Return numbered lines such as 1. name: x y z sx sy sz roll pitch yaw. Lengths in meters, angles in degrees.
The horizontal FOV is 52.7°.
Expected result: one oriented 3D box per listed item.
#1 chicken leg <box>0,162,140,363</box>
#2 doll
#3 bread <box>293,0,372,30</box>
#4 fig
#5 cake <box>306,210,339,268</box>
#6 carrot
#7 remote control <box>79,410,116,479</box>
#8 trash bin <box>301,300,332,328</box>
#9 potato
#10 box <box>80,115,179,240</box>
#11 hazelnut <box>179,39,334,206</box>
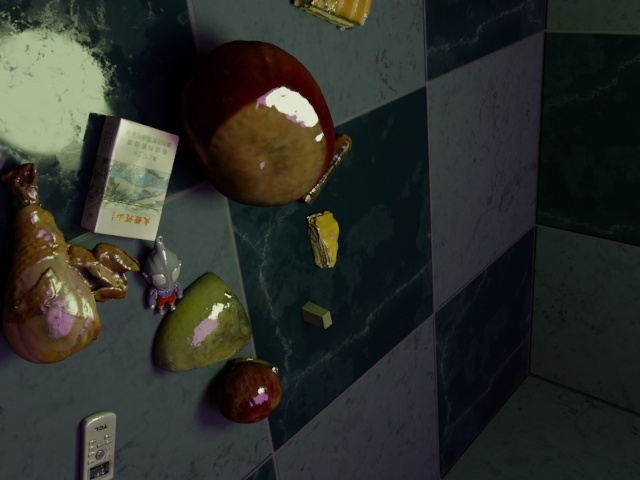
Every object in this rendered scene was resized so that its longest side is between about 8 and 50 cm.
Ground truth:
1. chicken leg: -0.532 0.037 1.344 0.295 0.182 0.410 -16 99 -27
2. doll: -0.393 0.084 1.604 0.102 0.075 0.228 -20 130 -35
3. bread: 0.047 -0.734 1.807 0.239 0.111 0.246 0 106 -47
4. fig: -0.208 0.430 1.871 0.205 0.205 0.205 -21 119 -45
5. cake: 0.004 0.001 2.048 0.116 0.079 0.185 3 105 -53
6. carrot: 0.012 -0.219 1.988 0.260 0.070 0.070 -58 139 -17
7. remote control: -0.551 0.516 1.600 0.087 0.029 0.190 -7 107 -50
8. trash bin: -0.012 0.244 2.101 0.043 0.092 0.061 -35 127 -36
9. potato: -0.318 0.267 1.731 0.255 0.112 0.270 -40 129 -33
10. box: -0.433 -0.138 1.475 0.164 0.069 0.257 10 95 -51
11. hazelnut: -0.158 -0.279 1.567 0.359 0.359 0.410 -46 130 -30
